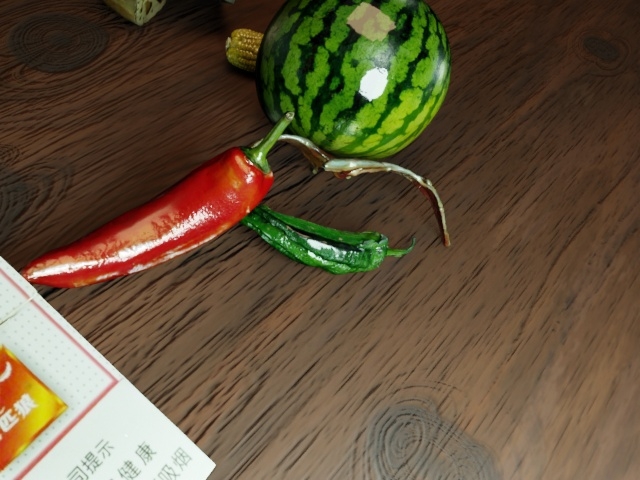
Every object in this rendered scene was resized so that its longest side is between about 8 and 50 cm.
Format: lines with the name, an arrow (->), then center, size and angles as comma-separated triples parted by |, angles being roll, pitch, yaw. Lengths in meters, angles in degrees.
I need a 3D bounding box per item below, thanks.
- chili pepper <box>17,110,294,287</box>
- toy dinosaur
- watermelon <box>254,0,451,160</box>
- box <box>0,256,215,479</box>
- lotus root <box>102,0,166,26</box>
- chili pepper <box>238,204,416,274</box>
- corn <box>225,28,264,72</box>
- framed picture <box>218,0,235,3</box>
chili pepper -> -0.179, -0.028, 0.927 | 0.368, 0.137, 0.092 | -36, 83, -12
toy dinosaur -> 0.032, -0.069, 1.068 | 0.327, 0.112, 0.207 | 12, 3, -34
watermelon -> 0.050, -0.252, 1.123 | 0.285, 0.285, 0.285 | 9, 45, -9
box -> -0.281, 0.168, 0.653 | 0.330, 0.095, 0.210 | 44, 40, -2
lotus root -> -0.336, -0.435, 1.307 | 0.135, 0.095, 0.159 | 29, 8, 14
chili pepper -> 0.000, 0.000, 1.017 | 0.279, 0.065, 0.122 | 17, 24, -9
corn -> -0.063, -0.306, 1.293 | 0.203, 0.072, 0.072 | 17, 44, -2
framed picture -> -0.257, -0.467, 1.341 | 0.203, 0.015, 0.150 | 18, 12, -22
